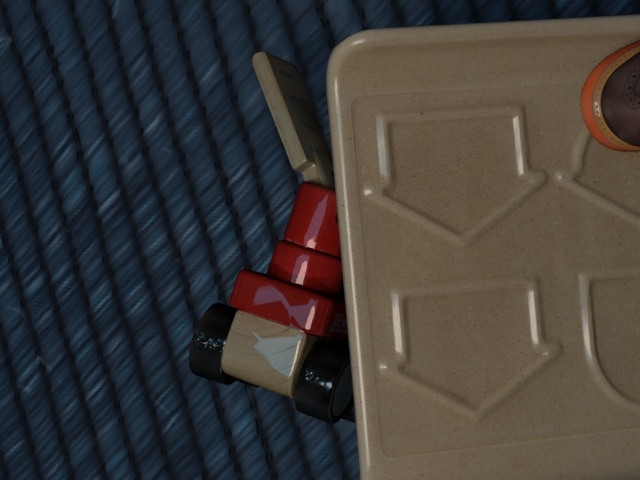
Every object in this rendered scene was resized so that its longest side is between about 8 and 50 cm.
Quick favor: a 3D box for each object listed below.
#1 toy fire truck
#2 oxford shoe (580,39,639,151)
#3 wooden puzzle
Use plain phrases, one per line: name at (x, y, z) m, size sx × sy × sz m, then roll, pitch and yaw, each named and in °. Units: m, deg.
toy fire truck at (0.000, 0.000, 1.429) m, size 0.158 × 0.217 × 0.246 m, roll 18°, pitch 91°, yaw 20°
oxford shoe at (0.318, -0.143, 1.313) m, size 0.271 × 0.098 × 0.097 m, roll -35°, pitch 101°, yaw -11°
wooden puzzle at (0.165, 0.013, 1.372) m, size 0.322 × 0.080 × 0.348 m, roll -5°, pitch 94°, yaw -16°
